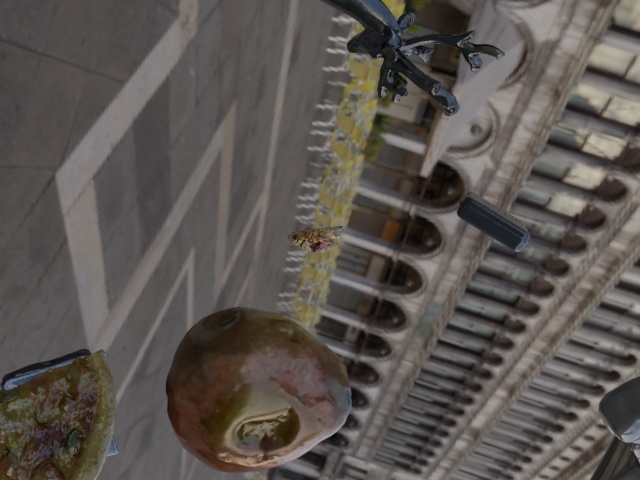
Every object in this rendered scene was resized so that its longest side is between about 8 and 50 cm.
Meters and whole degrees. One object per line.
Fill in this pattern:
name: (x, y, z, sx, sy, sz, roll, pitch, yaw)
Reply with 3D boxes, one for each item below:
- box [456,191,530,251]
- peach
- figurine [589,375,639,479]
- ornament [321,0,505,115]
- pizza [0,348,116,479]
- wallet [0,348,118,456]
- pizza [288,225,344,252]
box: (0.368, -0.045, 1.573, 0.050, 0.160, 0.230, -59, 173, 12)
peach: (-0.075, 0.188, 0.948, 0.214, 0.235, 0.214, 3, 90, -82)
figurine: (0.354, 0.158, 0.559, 0.167, 0.342, 0.285, 65, -31, 29)
ornament: (0.077, -0.208, 0.641, 0.202, 0.236, 0.080, -8, -133, 58)
pizza: (-0.382, 0.258, 1.009, 0.058, 0.197, 0.292, -42, -156, 46)
wallet: (-0.473, 0.319, 1.339, 0.036, 0.167, 0.222, 17, -60, 59)
pizza: (0.000, 0.001, 1.047, 0.083, 0.078, 0.025, 20, 57, -48)
